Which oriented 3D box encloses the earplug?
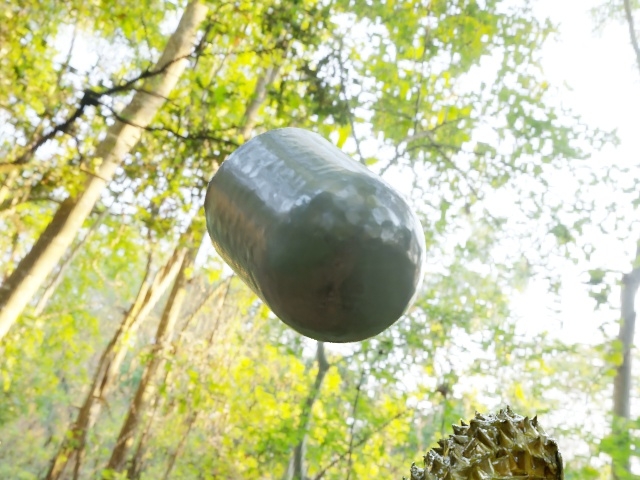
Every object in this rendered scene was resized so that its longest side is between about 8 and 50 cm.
[{"bbox_3d":[0.000,0.000,1.326,0.312,0.313,0.394,34,4,-35],"label":"earplug"}]

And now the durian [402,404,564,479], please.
[{"bbox_3d":[0.212,0.300,0.973,0.185,0.195,0.305,46,-20,-6],"label":"durian"}]
